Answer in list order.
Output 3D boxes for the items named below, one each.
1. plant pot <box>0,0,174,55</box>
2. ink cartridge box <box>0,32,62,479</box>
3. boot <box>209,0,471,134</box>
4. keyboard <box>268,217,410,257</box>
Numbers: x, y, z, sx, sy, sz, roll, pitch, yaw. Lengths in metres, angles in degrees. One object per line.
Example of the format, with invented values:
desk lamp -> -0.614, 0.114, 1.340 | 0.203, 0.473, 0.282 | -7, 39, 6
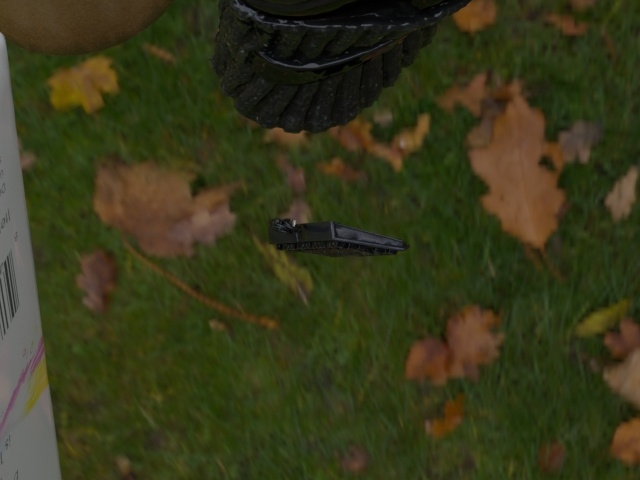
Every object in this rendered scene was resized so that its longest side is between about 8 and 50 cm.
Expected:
plant pot -> -0.248, -0.323, 1.674 | 0.237, 0.254, 0.237 | -2, 73, 6
ink cartridge box -> -0.173, 0.111, 0.579 | 0.119, 0.353, 0.207 | 15, 50, 10
boot -> 0.089, -0.193, 1.155 | 0.348, 0.260, 0.131 | -16, 74, -2
keyboard -> 0.000, 0.000, 1.681 | 0.108, 0.180, 0.023 | 15, 83, -18
